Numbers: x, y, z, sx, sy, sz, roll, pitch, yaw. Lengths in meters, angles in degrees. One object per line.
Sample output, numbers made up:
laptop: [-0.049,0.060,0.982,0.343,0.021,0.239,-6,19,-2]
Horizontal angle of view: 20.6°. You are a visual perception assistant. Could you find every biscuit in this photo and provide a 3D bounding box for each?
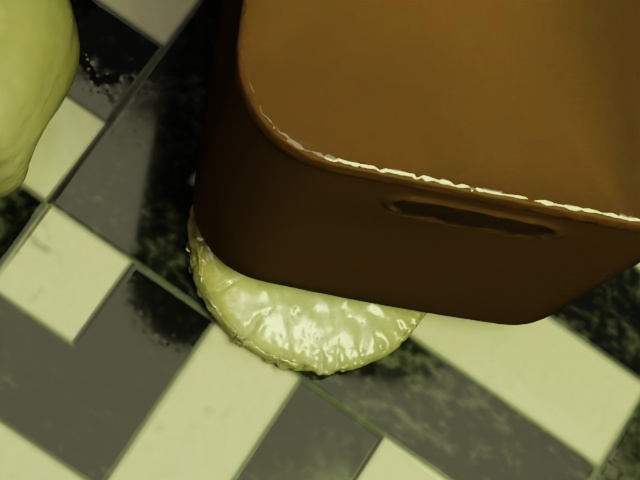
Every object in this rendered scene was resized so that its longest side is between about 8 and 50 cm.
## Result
biscuit: [0.000,0.000,0.968,0.152,0.020,0.152,2,78,-11]

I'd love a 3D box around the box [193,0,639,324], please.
box: [0.074,-0.145,0.893,0.239,0.229,0.339,10,71,-9]

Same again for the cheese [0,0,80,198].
cheese: [-0.231,-0.112,0.861,0.218,0.235,0.117,9,58,30]
